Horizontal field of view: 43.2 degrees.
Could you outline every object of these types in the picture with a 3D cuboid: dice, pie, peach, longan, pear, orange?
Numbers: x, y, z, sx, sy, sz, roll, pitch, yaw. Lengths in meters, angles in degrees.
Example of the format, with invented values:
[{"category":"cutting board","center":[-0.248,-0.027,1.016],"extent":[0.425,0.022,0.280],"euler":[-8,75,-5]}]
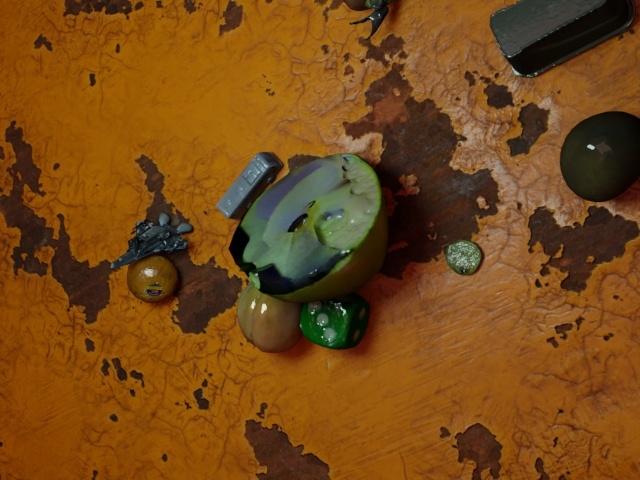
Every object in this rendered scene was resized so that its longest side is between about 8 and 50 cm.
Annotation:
[{"category":"dice","center":[0.034,0.180,1.884],"extent":[0.128,0.131,0.120],"euler":[16,100,24]},{"category":"pie","center":[0.318,0.037,1.806],"extent":[0.085,0.017,0.085],"euler":[1,92,27]},{"category":"peach","center":[-0.114,0.179,1.934],"extent":[0.184,0.184,0.184],"euler":[0,91,26]},{"category":"longan","center":[0.564,-0.169,1.605],"extent":[0.189,0.189,0.189],"euler":[0,91,26]},{"category":"pear","center":[0.005,0.000,1.828],"extent":[0.398,0.165,0.399],"euler":[-24,37,19]},{"category":"orange","center":[-0.441,0.098,2.118],"extent":[0.136,0.135,0.117],"euler":[-56,36,16]}]

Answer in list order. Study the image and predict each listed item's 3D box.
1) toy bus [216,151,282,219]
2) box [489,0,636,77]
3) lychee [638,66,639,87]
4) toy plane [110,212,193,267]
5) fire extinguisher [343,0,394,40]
[{"category":"toy bus","center":[-0.179,-0.137,2.014],"extent":[0.064,0.075,0.190],"euler":[47,110,19]},{"category":"box","center":[0.484,-0.446,1.633],"extent":[0.274,0.178,0.138],"euler":[-28,79,24]},{"category":"lychee","center":[0.749,-0.296,1.403],"extent":[0.380,0.432,0.381],"euler":[31,127,54]},{"category":"toy plane","center":[-0.445,0.004,2.063],"extent":[0.169,0.246,0.078],"euler":[24,121,24]},{"category":"fire extinguisher","center":[0.086,-0.658,1.859],"extent":[0.200,0.113,0.376],"euler":[-35,76,21]}]
